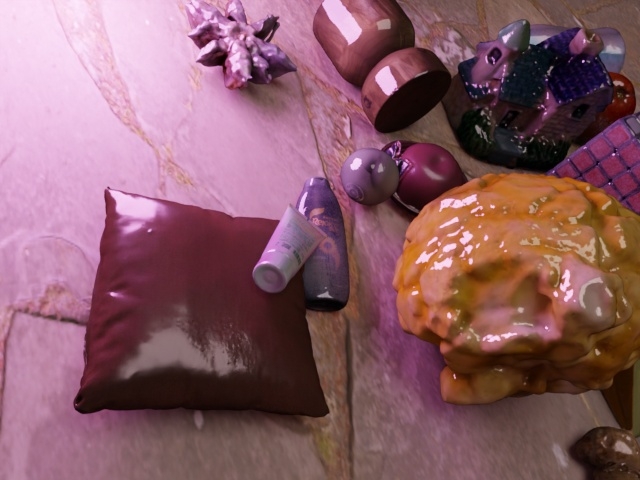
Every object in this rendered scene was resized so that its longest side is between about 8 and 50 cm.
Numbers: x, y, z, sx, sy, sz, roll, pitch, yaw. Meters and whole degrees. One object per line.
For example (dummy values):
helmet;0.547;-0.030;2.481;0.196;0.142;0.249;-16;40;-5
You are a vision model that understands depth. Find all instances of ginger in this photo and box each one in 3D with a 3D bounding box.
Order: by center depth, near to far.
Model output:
ginger;0.465;0.394;0.856;0.104;0.080;0.204;0;54;1

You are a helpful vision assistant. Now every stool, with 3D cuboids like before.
stool;0.120;-0.378;1.122;0.179;0.179;0.264;-16;68;-34

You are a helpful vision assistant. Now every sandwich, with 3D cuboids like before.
sandwich;0.586;0.235;0.980;0.117;0.144;0.187;-5;62;-27

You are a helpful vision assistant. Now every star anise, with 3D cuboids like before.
star anise;-0.150;-0.362;1.028;0.229;0.093;0.236;15;52;-17

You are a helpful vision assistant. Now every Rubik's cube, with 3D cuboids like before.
Rubik's cube;0.677;-0.129;1.196;0.237;0.237;0.238;-23;78;-36

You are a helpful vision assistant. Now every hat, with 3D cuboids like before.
hat;0.210;-0.128;1.061;0.205;0.089;0.205;13;55;-18

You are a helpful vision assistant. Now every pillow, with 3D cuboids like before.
pillow;-0.144;0.079;0.731;0.305;0.108;0.308;9;54;-24

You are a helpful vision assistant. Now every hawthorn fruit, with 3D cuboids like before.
hawthorn fruit;0.709;-0.343;1.402;0.173;0.173;0.173;13;55;-19

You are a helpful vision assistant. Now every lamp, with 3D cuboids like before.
lamp;0.088;-0.113;0.979;0.105;0.105;0.105;13;55;-19

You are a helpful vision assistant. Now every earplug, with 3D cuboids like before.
earplug;0.615;-0.499;1.470;0.324;0.185;0.185;3;58;-18

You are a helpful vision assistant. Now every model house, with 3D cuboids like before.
model house;0.470;-0.340;1.217;0.298;0.284;0.243;5;53;-24

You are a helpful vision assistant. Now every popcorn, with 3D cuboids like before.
popcorn;0.306;0.051;0.827;0.354;0.344;0.390;46;56;-1

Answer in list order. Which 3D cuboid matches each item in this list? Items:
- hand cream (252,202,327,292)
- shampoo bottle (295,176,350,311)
hand cream;-0.040;0.008;0.762;0.076;0.047;0.174;41;32;-8
shampoo bottle;0.000;0.000;0.894;0.087;0.049;0.234;9;56;-18
